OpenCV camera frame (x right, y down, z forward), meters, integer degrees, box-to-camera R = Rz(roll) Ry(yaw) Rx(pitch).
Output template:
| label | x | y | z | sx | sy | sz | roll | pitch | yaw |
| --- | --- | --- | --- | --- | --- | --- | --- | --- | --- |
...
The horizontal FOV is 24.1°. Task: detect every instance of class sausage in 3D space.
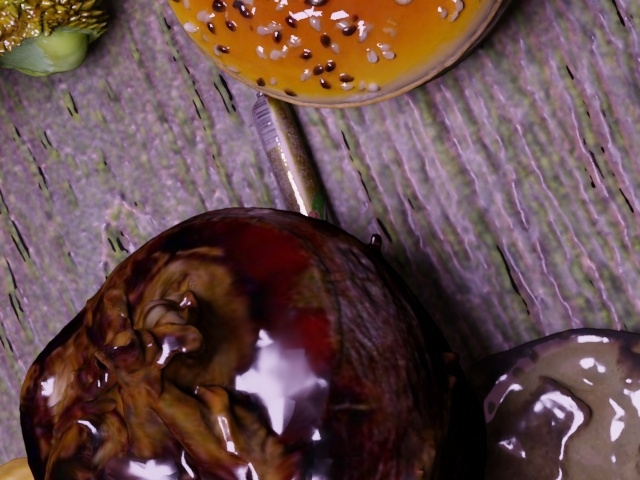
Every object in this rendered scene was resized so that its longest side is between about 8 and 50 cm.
| label | x | y | z | sx | sy | sz | roll | pitch | yaw |
| --- | --- | --- | --- | --- | --- | --- | --- | --- | --- |
| sausage | 0.000 | 0.000 | 1.183 | 0.033 | 0.033 | 0.269 | -23 | 83 | 12 |

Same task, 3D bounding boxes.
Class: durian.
| label | x | y | z | sx | sy | sz | roll | pitch | yaw |
| --- | --- | --- | --- | --- | --- | --- | --- | --- | --- |
| durian | -0.301 | -0.177 | 1.176 | 0.237 | 0.200 | 0.176 | -31 | 86 | 2 |

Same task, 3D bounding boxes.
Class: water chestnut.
| label | x | y | z | sx | sy | sz | roll | pitch | yaw |
| --- | --- | --- | --- | --- | --- | --- | --- | --- | --- |
| water chestnut | -0.066 | 0.127 | 1.027 | 0.335 | 0.347 | 0.335 | -11 | 67 | 27 |

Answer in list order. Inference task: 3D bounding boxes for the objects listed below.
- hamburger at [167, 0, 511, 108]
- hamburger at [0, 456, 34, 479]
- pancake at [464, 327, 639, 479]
| label | x | y | z | sx | sy | sz | roll | pitch | yaw |
| --- | --- | --- | --- | --- | --- | --- | --- | --- | --- |
| hamburger | 0.017 | -0.245 | 1.115 | 0.300 | 0.176 | 0.300 | 0 | 90 | 13 |
| hamburger | -0.207 | 0.244 | 1.182 | 0.162 | 0.115 | 0.162 | -1 | 88 | 16 |
| pancake | 0.192 | 0.205 | 1.086 | 0.294 | 0.049 | 0.294 | -8 | 69 | 21 |
